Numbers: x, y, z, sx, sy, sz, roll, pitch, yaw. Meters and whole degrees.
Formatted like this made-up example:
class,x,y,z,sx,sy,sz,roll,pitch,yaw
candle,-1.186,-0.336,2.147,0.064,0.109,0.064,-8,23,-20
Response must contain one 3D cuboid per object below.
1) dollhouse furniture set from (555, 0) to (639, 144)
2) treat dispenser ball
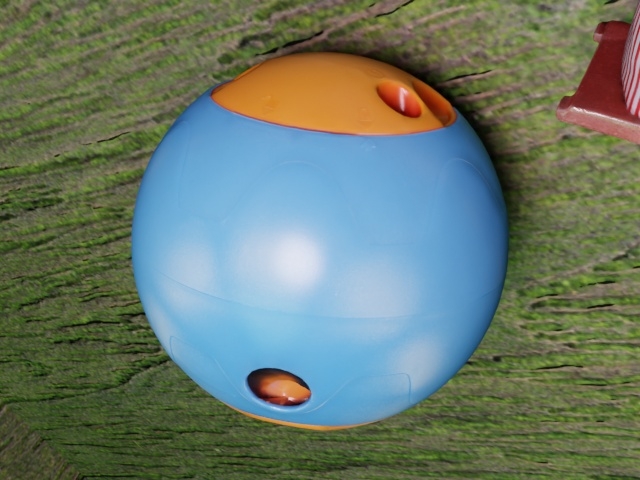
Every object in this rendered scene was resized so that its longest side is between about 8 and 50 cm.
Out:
class,x,y,z,sx,sy,sz,roll,pitch,yaw
dollhouse furniture set,0.190,-0.077,0.531,0.152,0.374,0.201,21,131,11
treat dispenser ball,0.000,0.000,0.899,0.288,0.288,0.288,23,146,17
